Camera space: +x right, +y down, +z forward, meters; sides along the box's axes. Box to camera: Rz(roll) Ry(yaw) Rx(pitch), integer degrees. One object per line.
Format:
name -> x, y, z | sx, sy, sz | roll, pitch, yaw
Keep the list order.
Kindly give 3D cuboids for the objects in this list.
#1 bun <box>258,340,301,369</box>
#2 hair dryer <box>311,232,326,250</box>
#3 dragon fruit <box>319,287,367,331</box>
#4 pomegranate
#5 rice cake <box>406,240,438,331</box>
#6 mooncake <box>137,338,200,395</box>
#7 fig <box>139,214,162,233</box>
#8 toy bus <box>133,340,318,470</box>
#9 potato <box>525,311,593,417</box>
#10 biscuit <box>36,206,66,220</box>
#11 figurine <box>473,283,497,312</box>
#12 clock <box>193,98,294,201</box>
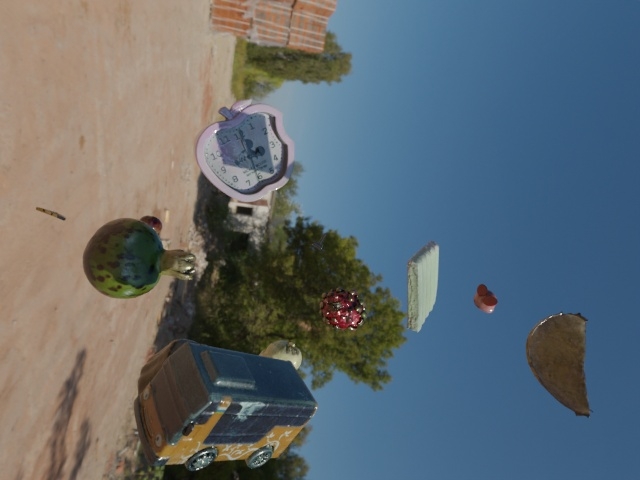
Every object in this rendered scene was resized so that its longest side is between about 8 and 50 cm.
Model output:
bun -> -0.189, 0.539, 1.886 | 0.229, 0.230, 0.145 | 119, -24, -60
hair dryer -> 0.000, 0.000, 1.852 | 0.083, 0.047, 0.026 | -57, -173, -15
dragon fruit -> 0.123, 0.331, 1.925 | 0.198, 0.273, 0.218 | -170, -84, -72
pomegranate -> -0.541, 0.077, 1.229 | 0.242, 0.306, 0.242 | -55, -168, 18
rice cake -> 0.258, 0.110, 1.029 | 0.189, 0.037, 0.197 | -30, 123, -54
mooncake -> -0.470, 0.493, 1.395 | 0.161, 0.290, 0.290 | -31, -147, 14
fig -> -0.663, -0.033, 1.565 | 0.089, 0.089, 0.125 | 123, -14, -63
toy bus -> -0.177, 0.334, 0.829 | 0.194, 0.324, 0.162 | -51, -134, 9
potato -> 0.589, 0.305, 1.030 | 0.098, 0.138, 0.243 | 54, 44, -63
biscuit -> -0.810, -0.080, 1.244 | 0.016, 0.092, 0.082 | -70, 159, -9
figurine -> 0.514, 0.184, 1.282 | 0.071, 0.067, 0.083 | 50, 25, -54
clock -> -0.257, -0.306, 1.400 | 0.102, 0.339, 0.338 | 35, -62, 60
